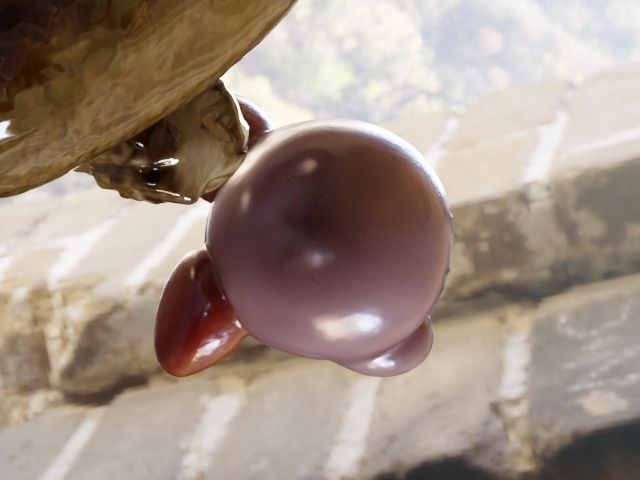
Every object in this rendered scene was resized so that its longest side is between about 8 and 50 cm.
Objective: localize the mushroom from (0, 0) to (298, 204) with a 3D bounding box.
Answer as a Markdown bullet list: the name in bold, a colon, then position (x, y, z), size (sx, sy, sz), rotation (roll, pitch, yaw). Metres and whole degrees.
- **mushroom**: position (-0.149, -0.172, 0.571), size (0.345, 0.239, 0.345), rotation (21, 48, -26)

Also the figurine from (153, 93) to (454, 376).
- **figurine**: position (-0.007, -0.003, 1.299), size (0.211, 0.261, 0.269), rotation (112, -11, -75)
